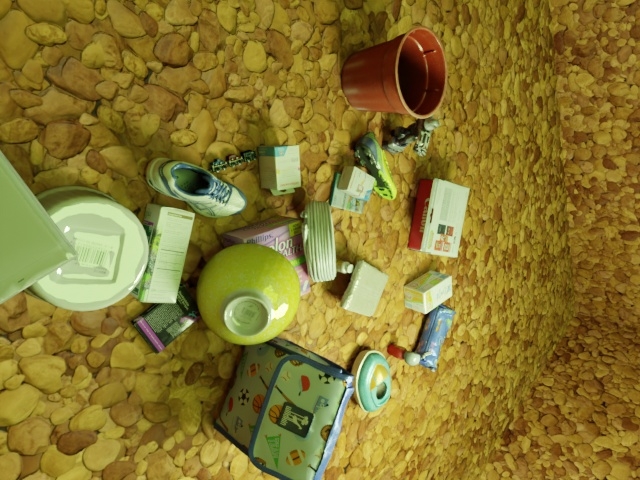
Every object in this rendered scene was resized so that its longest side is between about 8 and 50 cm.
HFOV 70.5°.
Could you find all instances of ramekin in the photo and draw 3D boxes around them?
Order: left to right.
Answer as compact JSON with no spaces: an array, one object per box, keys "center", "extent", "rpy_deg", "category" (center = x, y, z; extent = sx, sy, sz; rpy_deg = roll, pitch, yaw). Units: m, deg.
[{"center":[-0.521,0.021,0.997],"extent":[0.277,0.135,0.277],"rpy_deg":[-10,105,-42],"category":"ramekin"}]

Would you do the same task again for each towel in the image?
[{"center":[0.166,0.183,1.692],"extent":[0.282,0.049,0.187],"rpy_deg":[31,80,-59],"category":"towel"}]

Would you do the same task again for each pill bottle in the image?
[{"center":[0.077,0.092,1.608],"extent":[0.043,0.083,0.043],"rpy_deg":[-11,106,-42],"category":"pill bottle"}]

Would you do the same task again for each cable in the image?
[{"center":[0.000,0.000,1.416],"extent":[0.089,0.257,0.257],"rpy_deg":[-5,113,3],"category":"cable"}]

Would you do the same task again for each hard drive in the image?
[{"center":[-0.632,-0.042,0.830],"extent":[0.203,0.040,0.307],"rpy_deg":[-35,99,-12],"category":"hard drive"}]

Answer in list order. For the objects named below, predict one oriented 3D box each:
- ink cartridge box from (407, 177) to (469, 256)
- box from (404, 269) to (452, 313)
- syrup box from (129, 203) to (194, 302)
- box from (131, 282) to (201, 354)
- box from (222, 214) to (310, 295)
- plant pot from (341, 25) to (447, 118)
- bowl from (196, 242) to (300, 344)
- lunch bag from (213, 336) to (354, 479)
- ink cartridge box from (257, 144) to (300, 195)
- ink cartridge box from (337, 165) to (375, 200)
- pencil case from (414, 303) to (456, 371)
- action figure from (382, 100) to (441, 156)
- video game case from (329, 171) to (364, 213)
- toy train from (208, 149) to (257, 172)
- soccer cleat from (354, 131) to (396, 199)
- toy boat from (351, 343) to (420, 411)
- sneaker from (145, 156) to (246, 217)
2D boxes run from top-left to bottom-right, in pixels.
[{"center":[0.482,-0.098,1.917],"extent":[0.272,0.130,0.309],"rpy_deg":[8,93,-42],"category":"ink cartridge box"},{"center":[0.472,0.223,1.984],"extent":[0.203,0.114,0.103],"rpy_deg":[-24,115,-37],"category":"box"},{"center":[-0.401,0.032,1.140],"extent":[0.096,0.093,0.236],"rpy_deg":[11,91,-43],"category":"syrup box"},{"center":[-0.407,0.209,1.217],"extent":[0.162,0.029,0.116],"rpy_deg":[-41,125,-28],"category":"box"},{"center":[-0.157,0.071,1.361],"extent":[0.214,0.117,0.243],"rpy_deg":[-21,112,-39],"category":"box"},{"center":[0.230,-0.536,1.496],"extent":[0.272,0.265,0.272],"rpy_deg":[-10,105,-41],"category":"plant pot"},{"center":[-0.190,0.167,1.192],"extent":[0.290,0.156,0.289],"rpy_deg":[-2,108,-6],"category":"bowl"},{"center":[-0.098,0.474,1.316],"extent":[0.239,0.385,0.327],"rpy_deg":[26,82,-44],"category":"lunch bag"},{"center":[-0.123,-0.211,1.353],"extent":[0.092,0.090,0.143],"rpy_deg":[-14,109,-40],"category":"ink cartridge box"},{"center":[0.127,-0.200,1.595],"extent":[0.122,0.052,0.088],"rpy_deg":[20,84,-42],"category":"ink cartridge box"},{"center":[0.517,0.435,2.066],"extent":[0.306,0.119,0.133],"rpy_deg":[-67,155,-12],"category":"pencil case"},{"center":[0.340,-0.389,1.616],"extent":[0.099,0.285,0.185],"rpy_deg":[23,81,-20],"category":"action figure"},{"center":[0.102,-0.168,1.626],"extent":[0.166,0.015,0.119],"rpy_deg":[10,91,-44],"category":"video game case"},{"center":[-0.247,-0.226,1.277],"extent":[0.158,0.027,0.036],"rpy_deg":[-28,113,-37],"category":"toy train"},{"center":[0.222,-0.270,1.665],"extent":[0.289,0.093,0.121],"rpy_deg":[53,56,-37],"category":"soccer cleat"},{"center":[0.261,0.529,1.827],"extent":[0.318,0.148,0.267],"rpy_deg":[-32,119,-34],"category":"toy boat"},{"center":[-0.299,-0.125,1.179],"extent":[0.296,0.131,0.111],"rpy_deg":[18,84,-45],"category":"sneaker"}]
